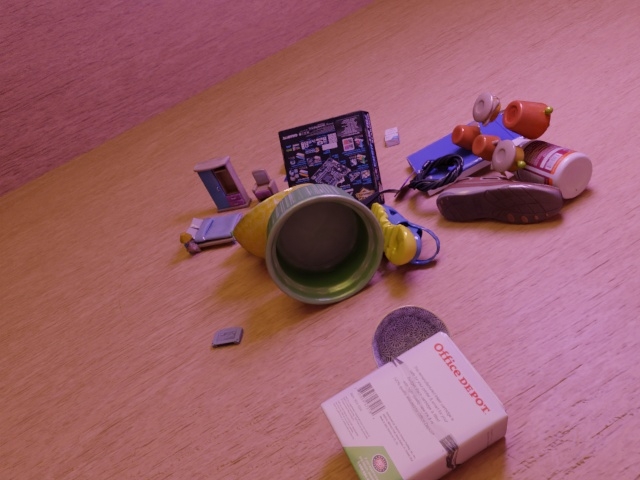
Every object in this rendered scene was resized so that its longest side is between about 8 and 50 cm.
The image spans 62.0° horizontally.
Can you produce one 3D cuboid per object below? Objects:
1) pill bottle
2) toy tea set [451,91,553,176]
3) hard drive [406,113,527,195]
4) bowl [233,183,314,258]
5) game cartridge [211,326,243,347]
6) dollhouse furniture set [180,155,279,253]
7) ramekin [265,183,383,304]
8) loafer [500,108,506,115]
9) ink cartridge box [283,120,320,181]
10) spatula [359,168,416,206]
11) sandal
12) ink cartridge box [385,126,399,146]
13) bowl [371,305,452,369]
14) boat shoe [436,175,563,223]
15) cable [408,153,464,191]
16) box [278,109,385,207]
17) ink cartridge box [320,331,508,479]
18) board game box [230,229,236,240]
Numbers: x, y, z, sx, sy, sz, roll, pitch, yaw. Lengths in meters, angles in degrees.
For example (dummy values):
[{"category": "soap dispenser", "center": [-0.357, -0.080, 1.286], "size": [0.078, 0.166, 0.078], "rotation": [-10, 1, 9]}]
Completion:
[{"category": "pill bottle", "center": [0.596, -0.200, 1.423], "size": [0.121, 0.121, 0.221], "rotation": [-31, 32, -8]}, {"category": "toy tea set", "center": [0.503, -0.300, 1.475], "size": [0.124, 0.200, 0.336], "rotation": [9, 20, -20]}, {"category": "hard drive", "center": [0.443, -0.277, 1.652], "size": [0.318, 0.040, 0.210], "rotation": [-28, 36, 9]}, {"category": "bowl", "center": [-0.094, -0.021, 1.558], "size": [0.289, 0.289, 0.156], "rotation": [-29, 77, -6]}, {"category": "game cartridge", "center": [-0.250, 0.260, 1.438], "size": [0.083, 0.017, 0.056], "rotation": [-12, 40, 18]}, {"category": "dollhouse furniture set", "center": [-0.337, -0.125, 1.836], "size": [0.286, 0.198, 0.303], "rotation": [-9, 38, 22]}, {"category": "ramekin", "center": [0.000, 0.000, 1.387], "size": [0.303, 0.303, 0.148], "rotation": [-25, 27, 0]}, {"category": "loafer", "center": [0.575, -0.397, 1.754], "size": [0.148, 0.056, 0.050], "rotation": [-26, 41, -2]}, {"category": "ink cartridge box", "center": [-0.037, -0.360, 2.078], "size": [0.165, 0.065, 0.333], "rotation": [-7, 39, 23]}, {"category": "spatula", "center": [0.191, -0.140, 1.586], "size": [0.296, 0.084, 0.030], "rotation": [-27, 71, -38]}, {"category": "sandal", "center": [0.216, -0.011, 1.442], "size": [0.138, 0.126, 0.317], "rotation": [7, 21, -19]}, {"category": "ink cartridge box", "center": [0.262, -0.379, 1.946], "size": [0.048, 0.028, 0.083], "rotation": [-13, 37, 17]}, {"category": "bowl", "center": [0.188, 0.226, 1.131], "size": [0.170, 0.170, 0.080], "rotation": [-30, -9, -8]}, {"category": "boat shoe", "center": [0.471, -0.124, 1.409], "size": [0.324, 0.123, 0.116], "rotation": [5, 43, 34]}, {"category": "cable", "center": [0.331, -0.195, 1.535], "size": [0.150, 0.047, 0.184], "rotation": [-37, 22, -11]}, {"category": "box", "center": [0.033, -0.231, 1.677], "size": [0.295, 0.294, 0.073], "rotation": [-10, 6, 23]}, {"category": "ink cartridge box", "center": [0.169, 0.326, 0.971], "size": [0.272, 0.115, 0.198], "rotation": [-29, 50, -7]}, {"category": "board game box", "center": [-0.171, -0.067, 1.677], "size": [0.201, 0.035, 0.136], "rotation": [-34, -11, 26]}]
